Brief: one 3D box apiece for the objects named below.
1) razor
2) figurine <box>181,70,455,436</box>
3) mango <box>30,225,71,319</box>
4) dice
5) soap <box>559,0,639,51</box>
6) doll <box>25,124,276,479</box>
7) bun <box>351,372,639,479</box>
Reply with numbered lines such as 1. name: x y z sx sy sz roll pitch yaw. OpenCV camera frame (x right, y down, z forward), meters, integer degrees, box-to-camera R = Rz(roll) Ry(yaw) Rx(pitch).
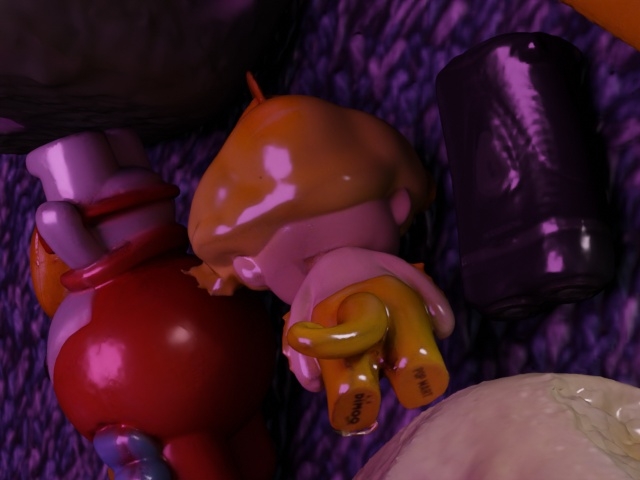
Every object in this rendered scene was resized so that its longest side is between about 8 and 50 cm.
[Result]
1. razor: 0.107 -0.035 0.743 0.090 0.054 0.148 -22 69 41
2. figurine: 0.000 0.000 0.778 0.156 0.131 0.246 -23 41 -5
3. mango: -0.194 0.017 1.049 0.060 0.046 0.089 15 99 45
4. dice: -0.222 -0.237 0.919 0.322 0.318 0.330 -2 82 45
5. soap: 0.145 -0.226 0.703 0.324 0.096 0.204 43 115 40
6. doll: -0.096 0.072 0.859 0.130 0.161 0.290 -21 89 22
7. bun: 0.097 0.237 0.611 0.364 0.202 0.364 -7 80 47
